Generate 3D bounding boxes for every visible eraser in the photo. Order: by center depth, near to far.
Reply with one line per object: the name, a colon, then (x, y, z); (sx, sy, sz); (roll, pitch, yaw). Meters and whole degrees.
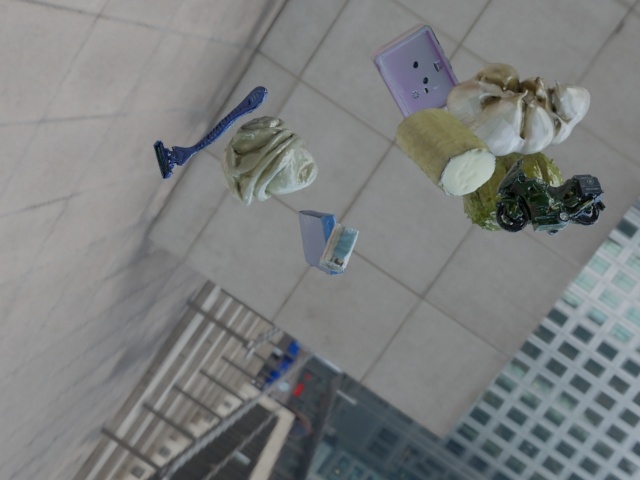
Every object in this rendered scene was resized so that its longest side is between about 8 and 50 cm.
eraser: (0.000, 0.000, 2.085); (0.312, 0.042, 0.144); (-162, -118, -78)

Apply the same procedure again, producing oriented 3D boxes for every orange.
orange: (0.555, -0.150, 2.430); (0.300, 0.223, 0.301); (-14, 170, 8)

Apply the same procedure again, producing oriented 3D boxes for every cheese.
cheese: (0.218, -0.157, 1.474); (0.123, 0.167, 0.094); (-14, 129, -18)

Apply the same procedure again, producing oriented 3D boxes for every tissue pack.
tissue pack: (0.039, 0.018, 1.859); (0.074, 0.058, 0.094); (120, -8, -76)

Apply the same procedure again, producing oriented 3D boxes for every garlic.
garlic: (0.394, -0.257, 1.698); (0.203, 0.281, 0.185); (132, -24, -84)

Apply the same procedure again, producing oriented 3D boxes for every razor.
razor: (-0.238, -0.251, 1.892); (0.324, 0.093, 0.056); (-30, 158, 23)

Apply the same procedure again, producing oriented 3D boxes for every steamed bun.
steamed bun: (-0.158, -0.250, 2.404); (0.267, 0.207, 0.280); (-23, -152, -14)

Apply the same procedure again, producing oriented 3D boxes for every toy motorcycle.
toy motorcycle: (0.539, -0.110, 2.007); (0.125, 0.274, 0.187); (107, -22, -67)

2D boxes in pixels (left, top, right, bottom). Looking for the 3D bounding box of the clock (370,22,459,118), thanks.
clock: (0.223, -0.378, 1.928); (0.150, 0.197, 0.063); (-31, -158, 4)
